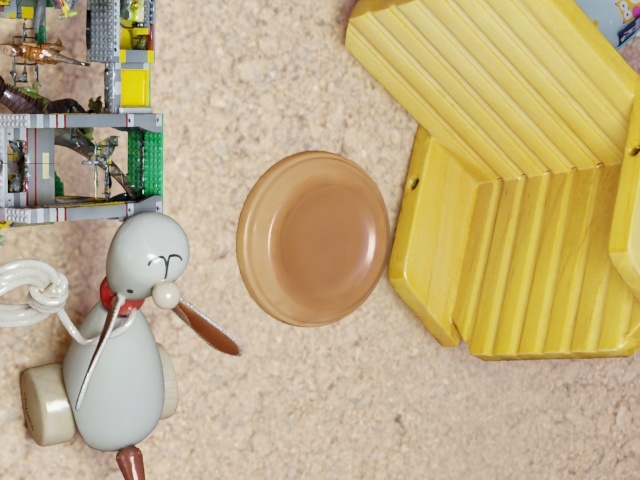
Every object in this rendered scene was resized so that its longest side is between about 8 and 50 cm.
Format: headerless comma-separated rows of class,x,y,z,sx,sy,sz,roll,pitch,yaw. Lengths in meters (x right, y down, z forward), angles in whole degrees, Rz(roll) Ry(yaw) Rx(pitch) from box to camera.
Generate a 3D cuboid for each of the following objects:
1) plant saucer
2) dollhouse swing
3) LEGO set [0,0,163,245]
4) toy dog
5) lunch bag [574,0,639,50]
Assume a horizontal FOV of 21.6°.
plant saucer,0.000,0.000,1.873,0.200,0.037,0.200,-4,97,-33
dollhouse swing,0.180,-0.070,1.767,0.305,0.347,0.315,27,69,-37
LEGO set,-0.282,-0.143,1.547,0.192,0.255,0.331,-5,106,-49
toy dog,-0.186,0.129,1.616,0.220,0.333,0.161,-24,64,-9
lunch bag,0.258,-0.313,1.961,0.224,0.108,0.279,-39,115,-23
